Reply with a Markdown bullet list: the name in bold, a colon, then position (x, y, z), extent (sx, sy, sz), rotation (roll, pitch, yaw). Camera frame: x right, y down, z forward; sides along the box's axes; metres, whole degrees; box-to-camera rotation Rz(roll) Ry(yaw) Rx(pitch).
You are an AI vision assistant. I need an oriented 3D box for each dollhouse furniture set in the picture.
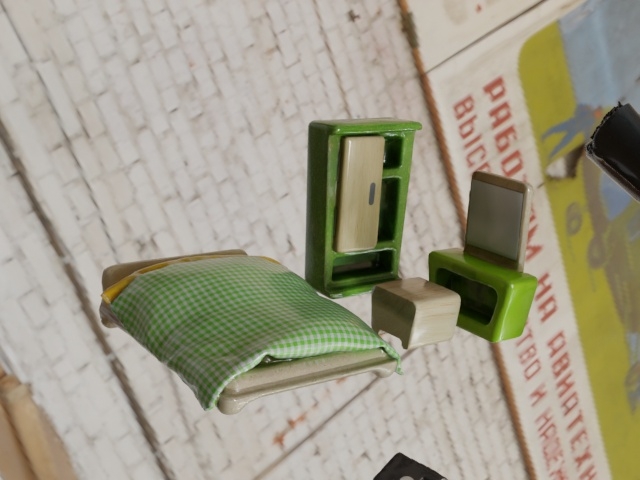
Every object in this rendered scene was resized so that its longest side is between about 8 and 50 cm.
- **dollhouse furniture set**: position (0.000, 0.000, 0.766), extent (0.197, 0.301, 0.151), rotation (23, -66, 49)

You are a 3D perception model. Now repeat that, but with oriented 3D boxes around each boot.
- **boot**: position (0.486, -0.077, 1.490), extent (0.207, 0.094, 0.246), rotation (49, -11, 26)

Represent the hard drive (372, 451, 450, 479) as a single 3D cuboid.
- **hard drive**: position (0.146, 0.377, 0.992), extent (0.339, 0.237, 0.064), rotation (24, -44, 31)
